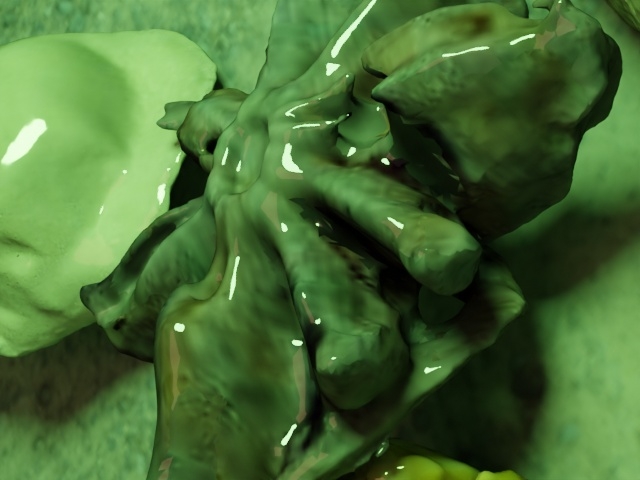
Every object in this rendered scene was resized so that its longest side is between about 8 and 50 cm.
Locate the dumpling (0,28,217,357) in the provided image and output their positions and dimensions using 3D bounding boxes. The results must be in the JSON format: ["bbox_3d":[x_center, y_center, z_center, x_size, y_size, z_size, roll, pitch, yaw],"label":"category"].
[{"bbox_3d":[-0.159,-0.021,0.987,0.250,0.132,0.162,-28,56,22],"label":"dumpling"}]

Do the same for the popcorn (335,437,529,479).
[{"bbox_3d":[0.019,0.182,0.780,0.163,0.140,0.194,8,89,40],"label":"popcorn"}]

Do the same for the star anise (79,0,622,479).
[{"bbox_3d":[0.000,0.000,0.812,0.359,0.139,0.316,-28,37,40],"label":"star anise"}]

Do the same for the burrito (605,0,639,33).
[{"bbox_3d":[0.185,-0.114,0.656,0.190,0.135,0.332,-57,49,27],"label":"burrito"}]
